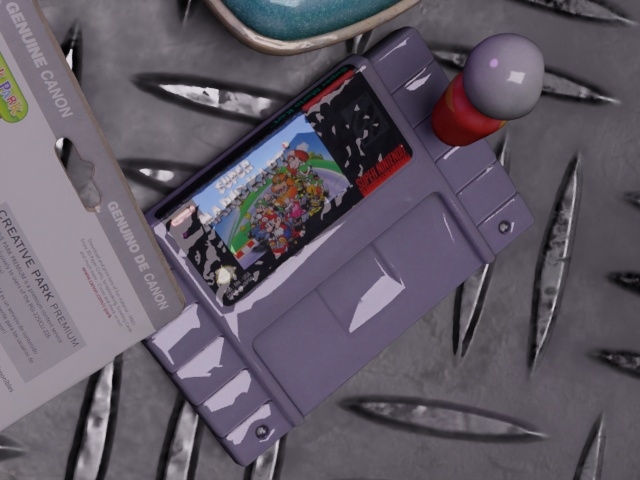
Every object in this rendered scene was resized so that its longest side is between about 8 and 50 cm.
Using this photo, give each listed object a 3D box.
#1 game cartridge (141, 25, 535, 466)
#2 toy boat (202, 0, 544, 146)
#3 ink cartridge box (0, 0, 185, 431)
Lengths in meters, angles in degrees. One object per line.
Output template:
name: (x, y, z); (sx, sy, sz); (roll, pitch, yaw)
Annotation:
game cartridge: (0.000, 0.000, 1.114); (0.355, 0.068, 0.230); (-39, 112, -13)
toy boat: (0.056, -0.216, 1.023); (0.267, 0.148, 0.318); (-38, 88, -19)
ink cartridge box: (-0.285, -0.014, 0.919); (0.272, 0.130, 0.309); (-31, 124, -15)
